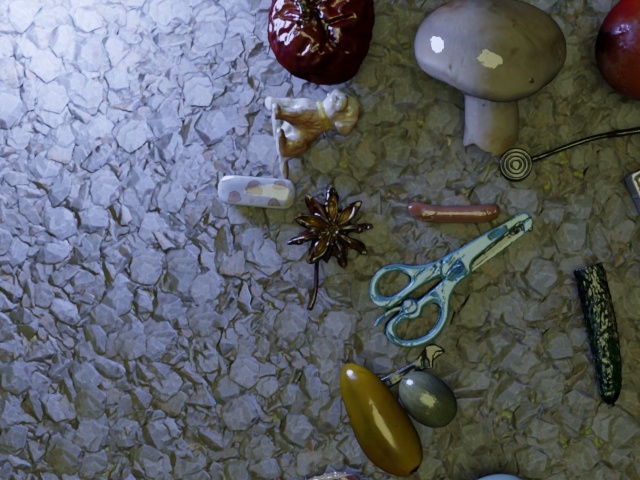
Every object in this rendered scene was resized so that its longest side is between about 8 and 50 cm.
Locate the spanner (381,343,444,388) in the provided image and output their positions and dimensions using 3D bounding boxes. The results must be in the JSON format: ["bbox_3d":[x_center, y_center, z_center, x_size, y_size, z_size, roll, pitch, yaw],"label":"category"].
[{"bbox_3d":[0.165,0.277,1.756,0.208,0.012,0.046,-31,88,6],"label":"spanner"}]

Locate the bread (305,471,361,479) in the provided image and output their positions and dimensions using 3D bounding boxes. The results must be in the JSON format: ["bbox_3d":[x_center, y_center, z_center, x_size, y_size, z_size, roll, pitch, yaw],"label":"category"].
[{"bbox_3d":[0.049,0.534,1.744,0.192,0.067,0.119,41,102,4],"label":"bread"}]

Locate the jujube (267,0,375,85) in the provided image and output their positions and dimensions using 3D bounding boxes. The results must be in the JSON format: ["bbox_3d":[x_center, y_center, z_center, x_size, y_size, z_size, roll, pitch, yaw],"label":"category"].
[{"bbox_3d":[0.001,-0.430,1.668,0.212,0.213,0.232,11,88,5],"label":"jujube"}]

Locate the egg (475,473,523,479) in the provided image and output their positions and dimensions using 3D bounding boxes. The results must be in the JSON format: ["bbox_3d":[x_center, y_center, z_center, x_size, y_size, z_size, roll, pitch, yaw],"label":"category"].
[{"bbox_3d":[0.295,0.624,1.643,0.230,0.230,0.371,34,90,4],"label":"egg"}]

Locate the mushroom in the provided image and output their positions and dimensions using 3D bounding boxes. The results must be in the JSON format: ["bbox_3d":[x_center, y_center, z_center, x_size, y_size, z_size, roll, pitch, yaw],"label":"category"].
[{"bbox_3d":[0.313,-0.318,1.631,0.292,0.292,0.290,9,121,5],"label":"mushroom"}]

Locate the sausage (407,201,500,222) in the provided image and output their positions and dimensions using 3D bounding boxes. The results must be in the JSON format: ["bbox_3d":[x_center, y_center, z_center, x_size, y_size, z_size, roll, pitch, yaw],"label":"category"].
[{"bbox_3d":[0.271,-0.057,1.725,0.186,0.043,0.043,1,91,5],"label":"sausage"}]

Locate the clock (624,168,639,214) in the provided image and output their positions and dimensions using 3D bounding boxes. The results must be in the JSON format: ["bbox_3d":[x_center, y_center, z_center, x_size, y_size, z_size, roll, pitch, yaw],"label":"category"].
[{"bbox_3d":[0.706,-0.071,1.668,0.146,0.071,0.192,-25,89,5],"label":"clock"}]

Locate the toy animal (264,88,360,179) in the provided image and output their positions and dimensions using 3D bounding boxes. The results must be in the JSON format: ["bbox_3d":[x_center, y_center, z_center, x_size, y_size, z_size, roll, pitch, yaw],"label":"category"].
[{"bbox_3d":[-0.006,-0.222,1.737,0.185,0.104,0.184,-15,124,-12],"label":"toy animal"}]

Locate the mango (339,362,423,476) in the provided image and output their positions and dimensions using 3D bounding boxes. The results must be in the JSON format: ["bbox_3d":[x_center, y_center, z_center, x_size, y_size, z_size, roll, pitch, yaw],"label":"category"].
[{"bbox_3d":[0.114,0.361,1.702,0.113,0.138,0.253,-30,85,-16],"label":"mango"}]

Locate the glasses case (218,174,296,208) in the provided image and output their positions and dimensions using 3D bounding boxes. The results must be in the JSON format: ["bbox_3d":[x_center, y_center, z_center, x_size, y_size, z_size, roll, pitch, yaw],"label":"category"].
[{"bbox_3d":[-0.132,-0.101,1.759,0.164,0.041,0.063,6,95,6],"label":"glasses case"}]

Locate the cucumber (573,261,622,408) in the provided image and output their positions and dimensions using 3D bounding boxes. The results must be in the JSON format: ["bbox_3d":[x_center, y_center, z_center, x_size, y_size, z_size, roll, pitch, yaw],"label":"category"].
[{"bbox_3d":[0.566,0.191,1.692,0.067,0.067,0.294,-12,91,5],"label":"cucumber"}]

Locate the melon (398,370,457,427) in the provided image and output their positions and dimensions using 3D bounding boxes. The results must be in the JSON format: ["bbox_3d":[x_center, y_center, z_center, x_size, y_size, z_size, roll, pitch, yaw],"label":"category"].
[{"bbox_3d":[0.216,0.321,1.710,0.130,0.098,0.098,41,94,8],"label":"melon"}]

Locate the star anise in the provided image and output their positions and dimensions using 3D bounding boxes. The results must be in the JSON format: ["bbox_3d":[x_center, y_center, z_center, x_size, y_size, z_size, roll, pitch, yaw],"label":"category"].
[{"bbox_3d":[-0.002,0.002,1.729,0.177,0.073,0.234,46,78,-5],"label":"star anise"}]

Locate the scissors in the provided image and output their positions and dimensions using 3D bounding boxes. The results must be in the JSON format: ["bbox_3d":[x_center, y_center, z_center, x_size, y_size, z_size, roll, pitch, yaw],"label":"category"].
[{"bbox_3d":[0.271,0.067,1.731,0.392,0.032,0.180,-34,89,5],"label":"scissors"}]

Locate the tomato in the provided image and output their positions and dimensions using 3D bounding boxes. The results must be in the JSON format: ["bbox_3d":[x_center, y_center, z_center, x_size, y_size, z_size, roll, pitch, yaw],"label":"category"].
[{"bbox_3d":[0.620,-0.375,1.603,0.184,0.208,0.208,32,94,1],"label":"tomato"}]

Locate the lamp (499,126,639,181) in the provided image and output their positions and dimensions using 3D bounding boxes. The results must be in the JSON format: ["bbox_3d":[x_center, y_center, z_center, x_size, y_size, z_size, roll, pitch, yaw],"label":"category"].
[{"bbox_3d":[0.533,-0.198,1.646,0.371,0.108,0.130,-6,90,12],"label":"lamp"}]
